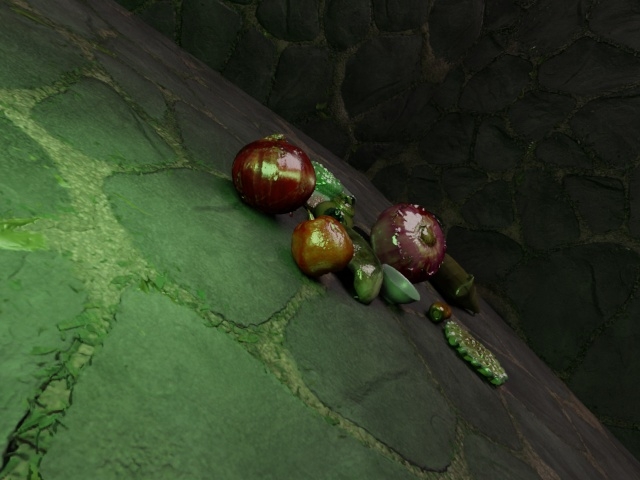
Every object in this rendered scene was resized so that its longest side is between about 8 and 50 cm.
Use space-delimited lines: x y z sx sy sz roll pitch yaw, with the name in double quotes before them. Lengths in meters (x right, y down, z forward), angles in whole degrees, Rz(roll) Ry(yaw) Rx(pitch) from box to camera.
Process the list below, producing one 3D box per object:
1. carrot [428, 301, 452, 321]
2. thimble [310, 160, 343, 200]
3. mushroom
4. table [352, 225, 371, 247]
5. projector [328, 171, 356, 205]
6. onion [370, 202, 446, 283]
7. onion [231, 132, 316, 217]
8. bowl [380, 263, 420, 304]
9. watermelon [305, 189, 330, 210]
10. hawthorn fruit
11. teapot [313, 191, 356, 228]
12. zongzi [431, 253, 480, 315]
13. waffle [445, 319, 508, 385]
"carrot" 0.519 0.306 1.779 0.087 0.087 0.193 48 16 21
"thimble" -0.008 -0.252 1.902 0.219 0.150 0.219 36 17 -13
"mushroom" 0.099 0.051 1.404 0.247 0.130 0.344 28 20 -50
"table" 0.193 -0.010 1.920 0.133 0.043 0.133 37 17 -13
"projector" 0.057 -0.273 2.178 0.250 0.108 0.198 47 16 20
"onion" 0.362 0.023 1.809 0.358 0.345 0.358 37 39 -38
"onion" -0.149 -0.209 1.304 0.276 0.276 0.276 37 17 -13
"bowl" 0.278 0.184 1.541 0.189 0.086 0.189 36 18 -14
"watermelon" -0.054 -0.182 1.774 0.180 0.081 0.094 30 28 20
"hawthorn fruit" 0.000 0.000 1.187 0.179 0.179 0.200 -14 90 -70
"teapot" 0.073 -0.109 1.660 0.173 0.182 0.269 41 15 3
"zongzi" 0.756 0.213 2.423 0.418 0.181 0.447 44 11 -45
"waffle" 0.631 0.457 1.684 0.309 0.056 0.292 41 16 3
